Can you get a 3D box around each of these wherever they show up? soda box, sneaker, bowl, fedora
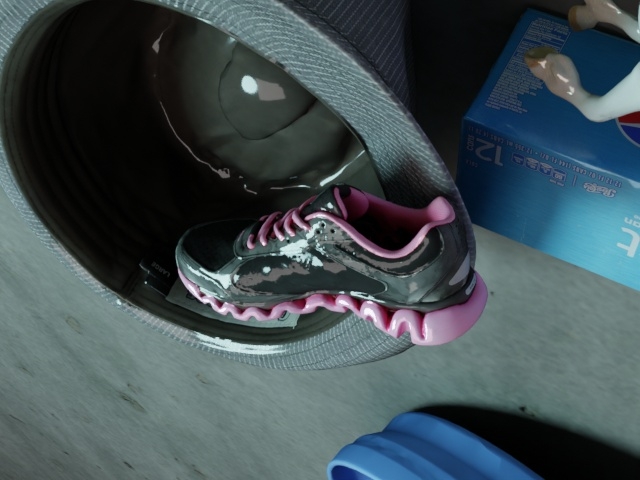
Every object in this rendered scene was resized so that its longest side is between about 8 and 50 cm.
[{"bbox_3d":[0.161,-0.014,0.407,0.210,0.067,0.071,24,152,17],"label":"soda box"},{"bbox_3d":[0.000,0.000,0.375,0.119,0.047,0.057,5,135,20],"label":"sneaker"},{"bbox_3d":[0.167,0.285,0.794,0.391,0.077,0.391,42,162,17],"label":"bowl"},{"bbox_3d":[-0.033,-0.059,0.474,0.244,0.124,0.275,30,146,1],"label":"fedora"}]

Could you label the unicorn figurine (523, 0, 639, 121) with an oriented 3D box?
[{"bbox_3d":[0.121,-0.071,0.336,0.111,0.060,0.162,32,158,43],"label":"unicorn figurine"}]
